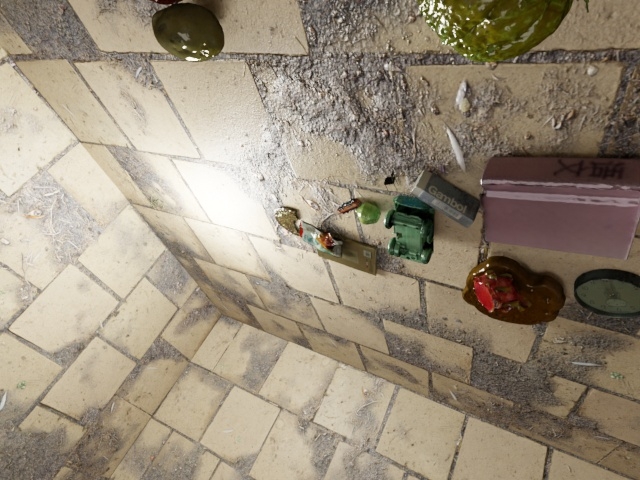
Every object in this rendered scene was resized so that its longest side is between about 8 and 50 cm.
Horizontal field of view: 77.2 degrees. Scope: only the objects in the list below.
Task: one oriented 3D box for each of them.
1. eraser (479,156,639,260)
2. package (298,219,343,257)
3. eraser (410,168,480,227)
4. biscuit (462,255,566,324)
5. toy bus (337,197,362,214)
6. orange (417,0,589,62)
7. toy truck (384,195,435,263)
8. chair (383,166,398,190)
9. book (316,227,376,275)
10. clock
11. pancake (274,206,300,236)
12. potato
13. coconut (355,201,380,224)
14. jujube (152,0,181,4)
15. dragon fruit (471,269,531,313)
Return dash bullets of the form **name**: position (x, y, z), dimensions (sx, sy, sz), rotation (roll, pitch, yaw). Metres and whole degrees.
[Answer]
- **eraser**: position (0.636, -0.093, 1.081), dimensions (0.359, 0.122, 0.272), rotation (9, 146, 35)
- **package**: position (0.000, 0.000, 1.830), dimensions (0.232, 0.040, 0.166), rotation (26, 150, 11)
- **eraser**: position (0.396, -0.133, 1.261), dimensions (0.212, 0.092, 0.046), rotation (31, 150, 1)
- **biscuit**: position (0.701, 0.190, 1.487), dimensions (0.359, 0.074, 0.381), rotation (6, 139, 34)
- **toy bus**: position (0.114, -0.134, 1.577), dimensions (0.043, 0.031, 0.110), rotation (36, 150, -22)
- **orange**: position (0.279, -0.447, 0.688), dimensions (0.301, 0.300, 0.223), rotation (22, 138, -27)
- **toy truck**: position (0.323, -0.037, 1.405), dimensions (0.155, 0.156, 0.279), rotation (15, 146, 26)
- **chair**: position (0.235, -0.205, 1.356), dimensions (0.042, 0.037, 0.086), rotation (0, 143, 25)
- **book**: position (0.115, 0.054, 1.864), dimensions (0.310, 0.021, 0.217), rotation (19, 148, 21)
- **clock**: position (0.934, 0.174, 1.281), dimensions (0.215, 0.042, 0.215), rotation (23, 149, 15)
- **pancake**: position (-0.139, -0.092, 1.879), dimensions (0.184, 0.020, 0.190), rotation (39, 150, -11)
- **potato**: position (-0.388, -0.610, 1.177), dimensions (0.235, 0.160, 0.178), rotation (16, 170, 20)
- **coconut**: position (0.179, -0.101, 1.517), dimensions (0.096, 0.088, 0.088), rotation (15, 146, 17)
- **jujube**: position (-0.399, -0.718, 1.055), dimensions (0.236, 0.168, 0.168), rotation (9, 145, 13)
- **dragon fruit**: position (0.621, 0.186, 1.376), dimensions (0.208, 0.150, 0.133), rotation (22, 179, 4)
